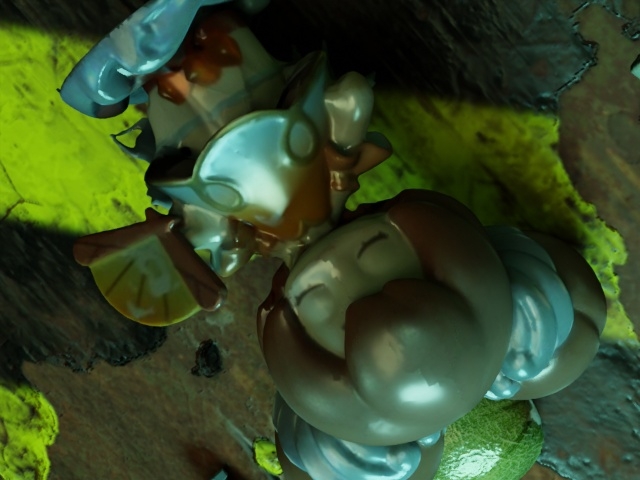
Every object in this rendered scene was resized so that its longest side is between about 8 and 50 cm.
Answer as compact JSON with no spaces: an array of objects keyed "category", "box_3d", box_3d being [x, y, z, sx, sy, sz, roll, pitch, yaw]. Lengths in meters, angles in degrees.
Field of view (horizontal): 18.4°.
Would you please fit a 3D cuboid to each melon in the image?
[{"category":"melon","box_3d":[0.106,0.153,1.566,0.128,0.079,0.160,-16,110,31]}]

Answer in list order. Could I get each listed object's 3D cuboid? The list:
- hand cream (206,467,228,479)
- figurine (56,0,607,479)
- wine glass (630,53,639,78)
[{"category":"hand cream","box_3d":[-0.039,0.269,1.710,0.065,0.043,0.170,-42,89,-9]},{"category":"figurine","box_3d":[-0.001,0.001,1.422,0.277,0.248,0.388,-39,86,9]},{"category":"wine glass","box_3d":[0.321,-0.073,1.330,0.231,0.103,0.103,43,126,0]}]
